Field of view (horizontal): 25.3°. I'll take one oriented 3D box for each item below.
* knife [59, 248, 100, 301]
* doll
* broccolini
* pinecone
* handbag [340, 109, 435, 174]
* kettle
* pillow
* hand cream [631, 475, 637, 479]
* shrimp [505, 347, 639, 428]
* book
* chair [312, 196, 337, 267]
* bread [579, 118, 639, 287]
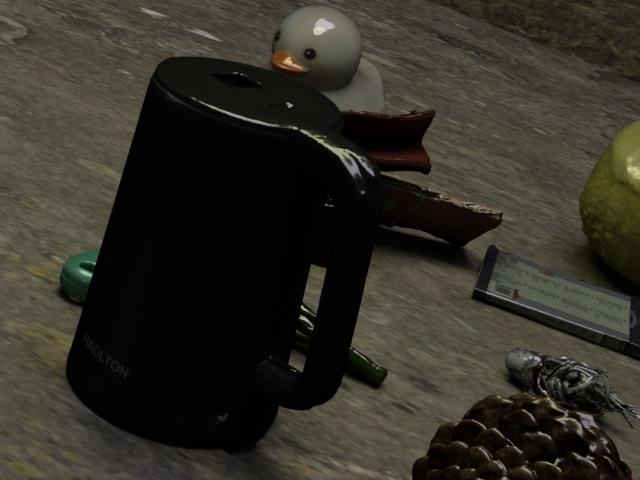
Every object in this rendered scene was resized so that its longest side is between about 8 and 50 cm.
[{"bbox_3d":[-0.204,0.019,1.562,0.063,0.034,0.260,27,20,11],"label":"knife"},{"bbox_3d":[0.002,-0.251,2.131,0.221,0.221,0.251,31,25,29],"label":"doll"},{"bbox_3d":[-0.022,0.094,1.504,0.068,0.091,0.202,-42,66,-16],"label":"broccolini"},{"bbox_3d":[0.177,0.221,1.190,0.204,0.179,0.184,18,36,-51],"label":"pinecone"},{"bbox_3d":[-0.011,-0.129,1.859,0.260,0.084,0.275,1,0,-19],"label":"handbag"},{"bbox_3d":[-0.093,0.017,1.272,0.203,0.308,0.262,9,23,-19],"label":"kettle"},{"bbox_3d":[0.111,-0.042,1.856,0.232,0.043,0.126,14,-18,-12],"label":"pillow"},{"bbox_3d":[0.309,0.285,1.280,0.124,0.077,0.340,10,18,-21],"label":"hand cream"},{"bbox_3d":[0.280,0.159,1.568,0.165,0.056,0.065,21,4,33],"label":"shrimp"},{"bbox_3d":[0.313,0.079,1.834,0.231,0.026,0.157,20,24,6],"label":"book"},{"bbox_3d":[0.000,0.000,1.696,0.101,0.084,0.212,13,22,-1],"label":"chair"},{"bbox_3d":[0.523,-0.027,1.988,0.320,0.237,0.320,6,34,-4],"label":"bread"}]
